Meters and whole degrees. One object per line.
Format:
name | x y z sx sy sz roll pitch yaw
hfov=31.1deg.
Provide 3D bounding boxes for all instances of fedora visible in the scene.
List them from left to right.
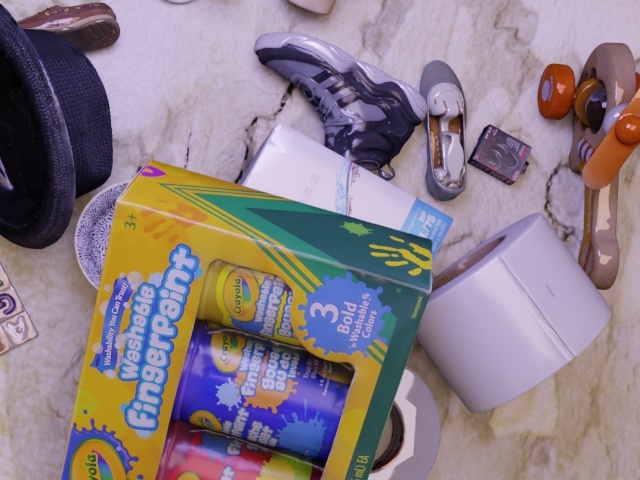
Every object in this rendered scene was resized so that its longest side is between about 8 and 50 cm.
fedora | -0.373 -0.163 1.518 0.152 0.334 0.334 -22 88 -42

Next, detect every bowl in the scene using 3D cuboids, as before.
bowl | -0.252 0.005 1.584 0.170 0.080 0.170 1 84 -10

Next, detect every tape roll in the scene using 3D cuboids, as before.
tape roll | 0.056 0.267 1.618 0.219 0.072 0.219 1 84 -9
tape roll | 0.252 0.097 1.582 0.246 0.246 0.169 -37 91 -11

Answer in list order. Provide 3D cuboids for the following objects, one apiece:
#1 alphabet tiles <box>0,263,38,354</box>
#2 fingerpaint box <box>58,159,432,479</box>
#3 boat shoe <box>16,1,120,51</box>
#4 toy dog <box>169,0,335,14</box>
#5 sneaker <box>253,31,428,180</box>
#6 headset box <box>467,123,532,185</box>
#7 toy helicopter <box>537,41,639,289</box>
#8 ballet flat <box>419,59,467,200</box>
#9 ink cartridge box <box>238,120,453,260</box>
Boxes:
alphabet tiles | -0.537 0.099 1.562 0.237 0.009 0.198 -29 90 -12
fingerpaint box | -0.100 0.173 1.418 0.371 0.163 0.445 17 112 0
boat shoe | -0.372 -0.294 1.608 0.178 0.064 0.060 -12 54 -9
toy dog | -0.079 -0.423 1.584 0.333 0.161 0.220 1 109 -10
sneaker | 0.013 -0.186 1.637 0.268 0.101 0.153 24 78 -9
headset box | 0.271 -0.126 1.714 0.083 0.032 0.062 29 80 -5
toy helicopter | 0.410 -0.108 1.633 0.140 0.235 0.355 4 84 -10
ballet flat | 0.188 -0.166 1.684 0.072 0.068 0.213 -1 84 -13
ink cartridge box | 0.000 0.000 1.569 0.270 0.198 0.197 29 81 -7
